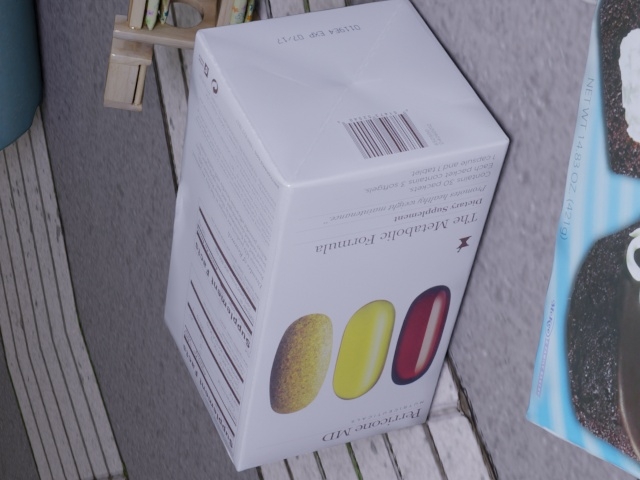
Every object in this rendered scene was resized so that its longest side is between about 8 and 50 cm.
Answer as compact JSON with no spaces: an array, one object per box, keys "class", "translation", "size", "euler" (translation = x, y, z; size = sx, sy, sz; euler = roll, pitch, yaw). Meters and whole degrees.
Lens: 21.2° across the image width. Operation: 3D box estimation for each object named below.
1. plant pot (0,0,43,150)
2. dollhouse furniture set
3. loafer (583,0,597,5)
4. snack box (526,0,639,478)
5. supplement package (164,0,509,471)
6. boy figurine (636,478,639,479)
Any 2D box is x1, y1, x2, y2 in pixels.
[{"class":"plant pot","translation":[-0.421,-0.259,1.650],"size":[0.341,0.341,0.334],"euler":[48,151,49]},{"class":"dollhouse furniture set","translation":[-0.088,-0.206,1.216],"size":[0.182,0.101,0.161],"euler":[108,167,-50]},{"class":"loafer","translation":[0.113,-0.167,0.794],"size":[0.039,0.045,0.125],"euler":[-58,46,50]},{"class":"snack box","translation":[0.168,-0.064,0.599],"size":[0.187,0.060,0.322],"euler":[23,107,62]},{"class":"supplement package","translation":[0.000,0.000,1.011],"size":[0.244,0.139,0.134],"euler":[101,149,-45]},{"class":"boy figurine","translation":[0.222,0.131,0.634],"size":[0.285,0.092,0.177],"euler":[-151,56,-63]}]
